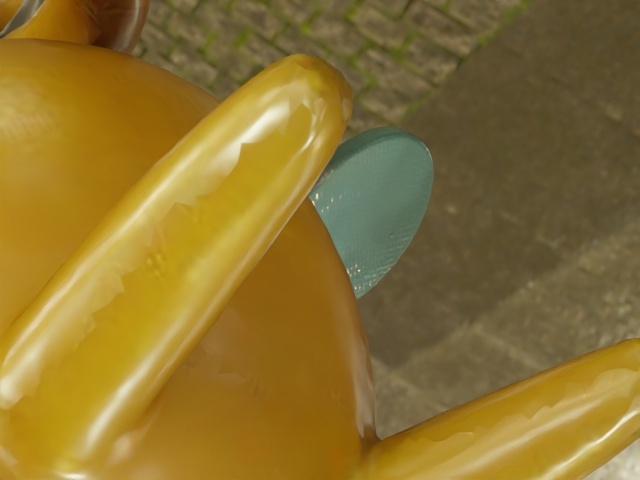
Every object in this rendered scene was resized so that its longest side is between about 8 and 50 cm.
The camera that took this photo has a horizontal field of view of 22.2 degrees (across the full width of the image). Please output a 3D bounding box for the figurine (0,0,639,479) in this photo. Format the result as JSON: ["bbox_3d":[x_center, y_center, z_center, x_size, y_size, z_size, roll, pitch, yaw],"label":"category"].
[{"bbox_3d":[-0.113,-0.007,0.501,0.387,0.268,0.401,47,131,51],"label":"figurine"}]

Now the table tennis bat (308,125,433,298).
[{"bbox_3d":[0.000,0.000,0.765,0.019,0.155,0.100,35,134,30],"label":"table tennis bat"}]
